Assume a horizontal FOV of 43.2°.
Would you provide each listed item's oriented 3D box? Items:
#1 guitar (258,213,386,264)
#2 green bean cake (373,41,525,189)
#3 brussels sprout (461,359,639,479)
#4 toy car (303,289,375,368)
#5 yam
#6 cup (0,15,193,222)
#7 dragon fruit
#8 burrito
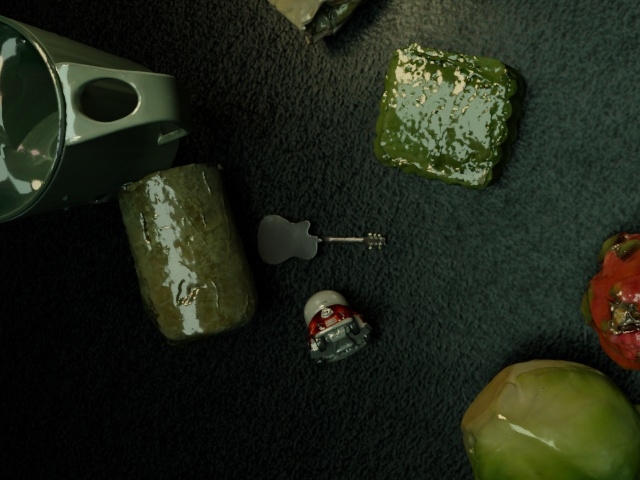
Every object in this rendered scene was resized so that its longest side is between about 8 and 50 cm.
[{"bbox_3d":[0.000,0.000,1.392,0.234,0.025,0.088,1,94,22],"label":"guitar"},{"bbox_3d":[0.196,-0.191,1.251,0.214,0.113,0.200,14,99,19],"label":"green bean cake"},{"bbox_3d":[0.346,0.306,1.187,0.294,0.227,0.259,39,101,-12],"label":"brussels sprout"},{"bbox_3d":[0.018,0.135,1.349,0.112,0.139,0.112,-26,64,-2],"label":"toy car"},{"bbox_3d":[-0.224,0.031,1.394,0.195,0.195,0.299,-15,88,22],"label":"yam"},{"bbox_3d":[-0.408,-0.178,1.338,0.401,0.392,0.310,25,104,18],"label":"cup"},{"bbox_3d":[0.469,0.081,1.116,0.224,0.227,0.224,-1,86,20],"label":"dragon fruit"},{"bbox_3d":[-0.063,-0.486,1.319,0.332,0.135,0.190,46,116,15],"label":"burrito"}]
